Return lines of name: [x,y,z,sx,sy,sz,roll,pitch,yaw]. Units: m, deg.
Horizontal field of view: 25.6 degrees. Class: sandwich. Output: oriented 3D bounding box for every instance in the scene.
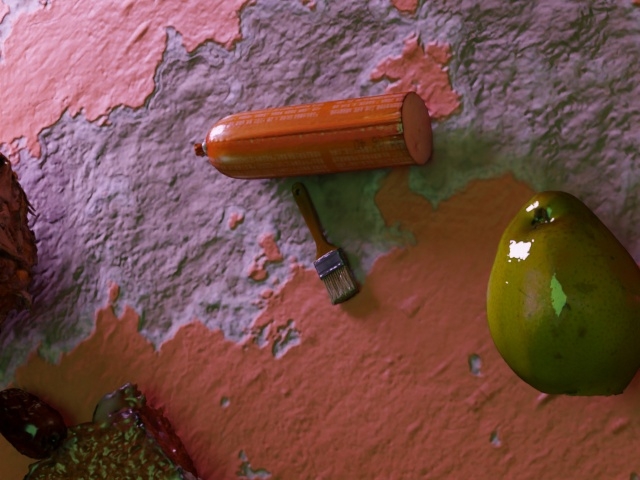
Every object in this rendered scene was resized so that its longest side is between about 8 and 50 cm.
sandwich: [-0.267,0.312,1.824,0.292,0.109,0.212,-31,64,18]

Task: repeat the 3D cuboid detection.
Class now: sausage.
sausage: [-0.020,-0.126,1.758,0.312,0.093,0.093,-4,82,27]

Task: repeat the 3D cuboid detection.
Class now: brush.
brush: [0.000,0.000,1.776,0.043,0.014,0.170,-32,69,22]

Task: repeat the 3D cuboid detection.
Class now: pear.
pear: [0.266,0.057,1.528,0.187,0.187,0.220,-1,104,27]

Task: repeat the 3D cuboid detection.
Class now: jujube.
jujube: [-0.402,0.248,1.915,0.129,0.077,0.077,24,95,32]

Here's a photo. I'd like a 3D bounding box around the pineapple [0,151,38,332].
pineapple: [-0.547,0.008,1.888,0.300,0.352,0.352,-15,77,15]
